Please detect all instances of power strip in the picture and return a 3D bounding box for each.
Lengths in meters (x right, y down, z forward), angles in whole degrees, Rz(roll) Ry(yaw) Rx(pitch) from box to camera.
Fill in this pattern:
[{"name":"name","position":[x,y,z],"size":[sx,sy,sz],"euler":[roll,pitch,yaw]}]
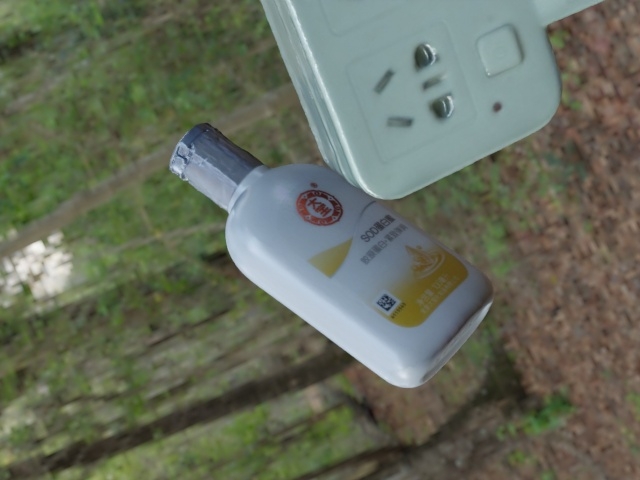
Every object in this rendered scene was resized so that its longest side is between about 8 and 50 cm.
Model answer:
[{"name":"power strip","position":[0.090,-0.187,1.007],"size":[0.229,0.261,0.141],"euler":[68,169,-23]}]

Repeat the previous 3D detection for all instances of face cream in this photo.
[{"name":"face cream","position":[0.000,0.000,1.201],"size":[0.291,0.144,0.071],"euler":[37,139,17]}]
